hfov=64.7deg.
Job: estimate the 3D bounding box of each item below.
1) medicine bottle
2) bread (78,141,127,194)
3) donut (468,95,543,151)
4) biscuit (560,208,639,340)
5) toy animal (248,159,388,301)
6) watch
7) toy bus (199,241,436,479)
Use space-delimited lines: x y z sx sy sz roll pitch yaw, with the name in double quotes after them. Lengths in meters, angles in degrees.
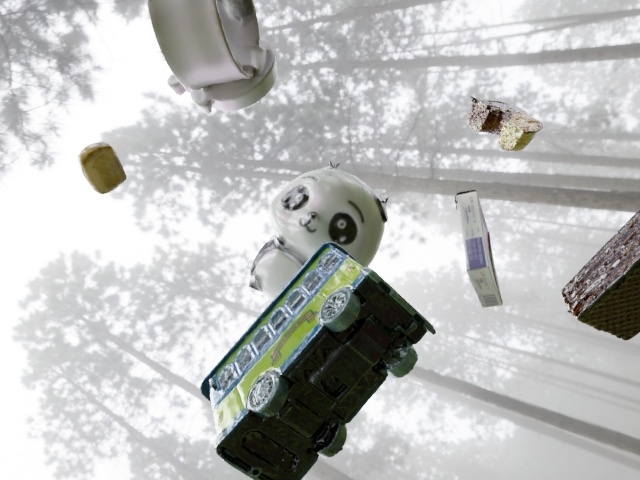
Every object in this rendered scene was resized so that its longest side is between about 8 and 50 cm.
0.334 0.020 1.073 0.171 0.052 0.201 53 -149 -45 "medicine bottle"
-0.461 -0.155 1.058 0.082 0.056 0.115 -44 -30 -22 "bread"
0.510 -0.311 1.385 0.141 0.217 0.085 -3 -53 -23 "donut"
0.499 -0.023 0.680 0.107 0.073 0.388 22 -59 -16 "biscuit"
0.000 0.000 1.057 0.251 0.251 0.309 1 -52 -48 "toy animal"
-0.189 -0.352 0.813 0.231 0.196 0.243 60 -154 -59 "watch"
-0.013 0.173 0.728 0.152 0.190 0.312 43 -93 -25 "toy bus"
